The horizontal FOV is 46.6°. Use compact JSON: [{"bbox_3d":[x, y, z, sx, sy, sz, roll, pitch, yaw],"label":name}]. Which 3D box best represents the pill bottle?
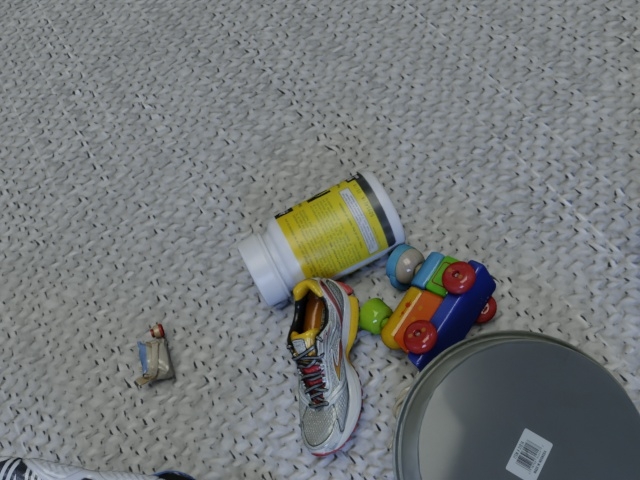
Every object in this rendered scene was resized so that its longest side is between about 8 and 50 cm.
[{"bbox_3d":[0.000,0.000,1.017,0.208,0.119,0.119,-27,58,-4],"label":"pill bottle"}]

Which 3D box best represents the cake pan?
[{"bbox_3d":[0.227,0.238,0.814,0.293,0.054,0.293,0,72,0],"label":"cake pan"}]

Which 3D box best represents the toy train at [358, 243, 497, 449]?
[{"bbox_3d":[0.102,0.122,0.945,0.143,0.105,0.248,25,75,42],"label":"toy train"}]

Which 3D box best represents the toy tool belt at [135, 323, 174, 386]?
[{"bbox_3d":[-0.235,0.157,1.022,0.051,0.052,0.083,-17,57,-7],"label":"toy tool belt"}]

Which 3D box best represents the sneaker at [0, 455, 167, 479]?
[{"bbox_3d":[-0.237,0.337,0.725,0.365,0.137,0.210,5,61,8],"label":"sneaker"}]

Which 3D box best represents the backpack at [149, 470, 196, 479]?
[{"bbox_3d":[-0.192,0.357,0.855,0.173,0.117,0.158,-28,58,-3],"label":"backpack"}]

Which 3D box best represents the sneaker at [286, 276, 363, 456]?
[{"bbox_3d":[-0.007,0.153,0.928,0.088,0.092,0.225,-17,63,32],"label":"sneaker"}]
